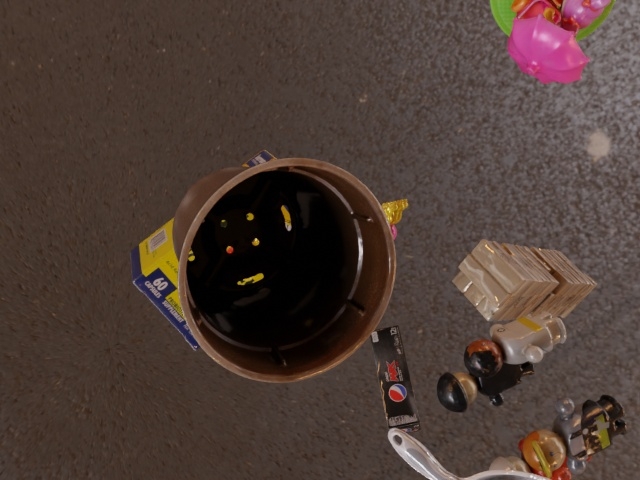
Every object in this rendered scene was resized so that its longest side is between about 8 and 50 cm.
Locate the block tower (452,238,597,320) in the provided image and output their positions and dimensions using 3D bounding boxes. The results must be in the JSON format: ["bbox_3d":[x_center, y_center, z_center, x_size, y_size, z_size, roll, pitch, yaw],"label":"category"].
[{"bbox_3d":[0.345,0.069,1.101,0.335,0.091,0.097,8,37,-49],"label":"block tower"}]

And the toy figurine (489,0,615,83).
[{"bbox_3d":[0.242,-0.223,0.634,0.130,0.173,0.159,34,44,-16],"label":"toy figurine"}]

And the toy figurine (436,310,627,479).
[{"bbox_3d":[0.264,0.218,0.866,0.148,0.209,0.213,-21,64,-12],"label":"toy figurine"}]

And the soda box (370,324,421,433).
[{"bbox_3d":[0.123,0.231,1.096,0.053,0.060,0.169,-12,61,4],"label":"soda box"}]

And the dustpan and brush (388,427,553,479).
[{"bbox_3d":[0.147,0.244,0.595,0.211,0.060,0.147,41,102,30],"label":"dustpan and brush"}]

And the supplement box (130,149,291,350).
[{"bbox_3d":[-0.179,0.011,1.329,0.356,0.195,0.194,-38,114,-3],"label":"supplement box"}]

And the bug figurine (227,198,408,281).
[{"bbox_3d":[0.000,0.000,0.923,0.216,0.279,0.072,-15,95,-52],"label":"bug figurine"}]

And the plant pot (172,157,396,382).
[{"bbox_3d":[-0.049,0.007,0.549,0.167,0.165,0.167,-5,104,-21],"label":"plant pot"}]
